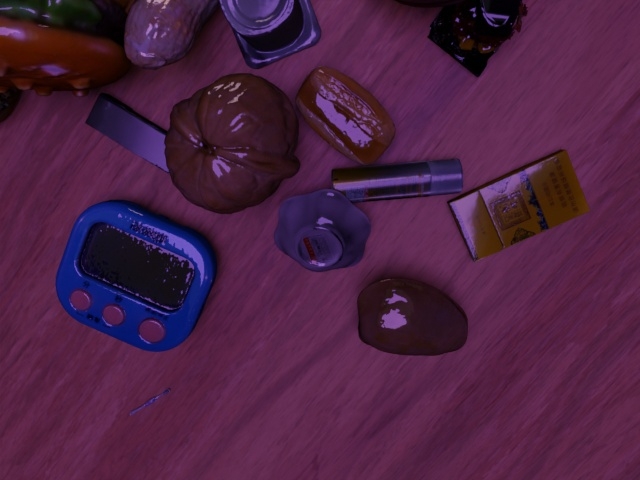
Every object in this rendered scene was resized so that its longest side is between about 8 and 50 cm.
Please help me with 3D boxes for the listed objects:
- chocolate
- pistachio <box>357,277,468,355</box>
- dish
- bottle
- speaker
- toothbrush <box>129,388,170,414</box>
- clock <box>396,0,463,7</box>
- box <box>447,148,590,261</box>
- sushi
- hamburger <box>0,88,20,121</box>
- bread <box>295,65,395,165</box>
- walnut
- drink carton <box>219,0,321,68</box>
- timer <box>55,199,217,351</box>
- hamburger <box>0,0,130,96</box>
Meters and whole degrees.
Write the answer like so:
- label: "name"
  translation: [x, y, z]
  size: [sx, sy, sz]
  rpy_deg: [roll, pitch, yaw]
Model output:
- label: "chocolate"
  translation: [-0.286, -0.465, 1.045]
  size: [0.134, 0.134, 0.309]
  rpy_deg: [24, 62, -2]
- label: "pistachio"
  translation: [0.210, 0.173, 1.187]
  size: [0.261, 0.162, 0.212]
  rpy_deg: [5, 135, 0]
- label: "dish"
  translation: [0.000, 0.000, 1.165]
  size: [0.230, 0.081, 0.229]
  rpy_deg: [4, 124, 5]
- label: "bottle"
  translation: [0.169, -0.132, 1.167]
  size: [0.286, 0.082, 0.082]
  rpy_deg: [-4, 101, 4]
- label: "speaker"
  translation: [-0.417, -0.245, 1.197]
  size: [0.218, 0.044, 0.082]
  rpy_deg: [31, 101, -3]
- label: "toothbrush"
  translation: [-0.439, 0.417, 1.343]
  size: [0.131, 0.013, 0.011]
  rpy_deg: [-33, 92, 11]
- label: "clock"
  translation: [0.235, -0.591, 1.002]
  size: [0.319, 0.080, 0.318]
  rpy_deg: [-7, 68, 18]
- label: "box"
  translation: [0.446, -0.078, 1.186]
  size: [0.279, 0.041, 0.153]
  rpy_deg: [-25, 100, 7]
- label: "sushi"
  translation: [0.334, -0.458, 1.060]
  size: [0.153, 0.150, 0.172]
  rpy_deg: [37, 100, -4]
- label: "hamburger"
  translation: [-0.793, -0.354, 1.158]
  size: [0.189, 0.122, 0.215]
  rpy_deg: [-24, 96, 11]
- label: "bread"
  translation: [0.052, -0.272, 1.135]
  size: [0.236, 0.106, 0.140]
  rpy_deg: [39, 102, -4]
- label: "walnut"
  translation: [-0.177, -0.198, 1.080]
  size: [0.285, 0.285, 0.296]
  rpy_deg: [26, 109, -2]
- label: "drink carton"
  translation: [-0.121, -0.477, 1.068]
  size: [0.186, 0.189, 0.191]
  rpy_deg: [-18, 99, 12]
- label: "timer"
  translation: [-0.425, 0.082, 1.225]
  size: [0.340, 0.115, 0.309]
  rpy_deg: [24, 102, -2]
- label: "hamburger"
  translation: [-0.547, -0.424, 1.005]
  size: [0.396, 0.396, 0.277]
  rpy_deg: [1, 96, 3]
